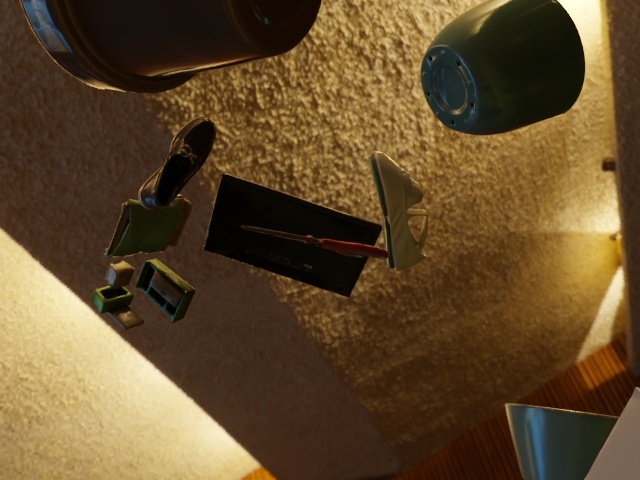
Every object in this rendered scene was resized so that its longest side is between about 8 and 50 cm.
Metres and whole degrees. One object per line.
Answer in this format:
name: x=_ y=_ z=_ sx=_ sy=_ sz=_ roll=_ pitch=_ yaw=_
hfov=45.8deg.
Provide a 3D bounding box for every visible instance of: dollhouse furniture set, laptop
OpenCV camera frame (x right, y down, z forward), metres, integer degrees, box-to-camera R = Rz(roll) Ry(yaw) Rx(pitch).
dollhouse furniture set: x=-0.394 y=0.054 z=1.808 sx=0.198 sy=0.151 sz=0.301 roll=-17 pitch=-41 yaw=-55
laptop: x=-0.073 y=-0.032 z=1.908 sx=0.382 sy=0.236 sz=0.407 roll=18 pitch=-44 yaw=-4

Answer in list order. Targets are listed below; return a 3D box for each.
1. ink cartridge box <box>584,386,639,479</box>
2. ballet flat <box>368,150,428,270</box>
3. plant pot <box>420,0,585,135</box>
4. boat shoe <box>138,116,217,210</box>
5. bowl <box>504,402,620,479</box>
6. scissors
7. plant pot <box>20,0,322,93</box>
ink cartridge box: x=0.407 y=0.275 z=0.631 sx=0.223 sy=0.307 sz=0.129 roll=15 pitch=-70 yaw=-19
ballet flat: x=0.215 y=-0.085 z=2.003 sx=0.139 sy=0.139 sz=0.400 roll=-16 pitch=-49 yaw=-1
plant pot: x=0.352 y=-0.351 z=1.574 sx=0.235 sy=0.293 sz=0.293 roll=-26 pitch=-38 yaw=-21
boat shoe: x=-0.244 y=-0.137 z=1.361 sx=0.075 sy=0.065 sz=0.206 roll=44 pitch=-109 yaw=-29
bowl: x=0.501 y=0.409 z=1.436 sx=0.312 sy=0.163 sz=0.311 roll=7 pitch=-10 yaw=1
scissors: x=0.000 y=0.000 z=1.423 sx=0.297 sy=0.021 sz=0.109 roll=16 pitch=-8 yaw=-39
plant pot: x=-0.126 y=-0.265 z=0.754 sx=0.263 sy=0.229 sz=0.262 roll=-29 pitch=-54 yaw=-48
